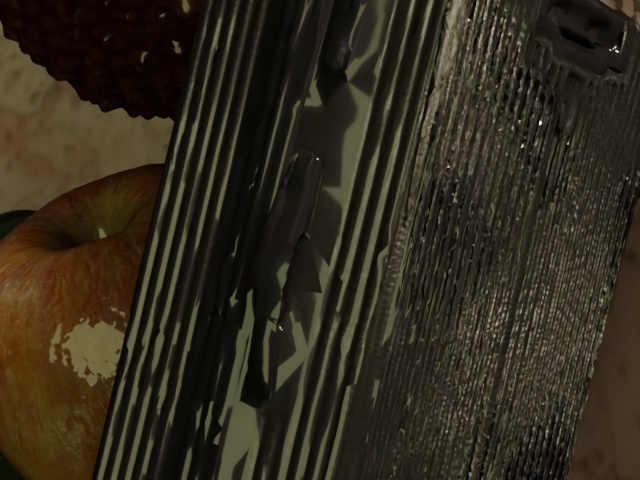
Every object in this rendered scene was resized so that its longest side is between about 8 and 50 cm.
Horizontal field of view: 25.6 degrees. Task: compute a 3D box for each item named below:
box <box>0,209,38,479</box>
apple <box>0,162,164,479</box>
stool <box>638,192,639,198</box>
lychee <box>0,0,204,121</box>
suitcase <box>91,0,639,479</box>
[{"bbox_3d":[-0.254,0.142,0.921,0.253,0.328,0.178,54,128,13],"label":"box"},{"bbox_3d":[-0.097,0.061,0.816,0.211,0.211,0.188,-3,119,31],"label":"apple"},{"bbox_3d":[0.237,-0.065,0.688,0.228,0.153,0.139,0,98,30],"label":"stool"},{"bbox_3d":[-0.072,-0.175,0.776,0.271,0.271,0.271,5,100,30],"label":"lychee"},{"bbox_3d":[0.026,0.026,0.666,0.152,0.229,0.335,15,93,35],"label":"suitcase"}]
